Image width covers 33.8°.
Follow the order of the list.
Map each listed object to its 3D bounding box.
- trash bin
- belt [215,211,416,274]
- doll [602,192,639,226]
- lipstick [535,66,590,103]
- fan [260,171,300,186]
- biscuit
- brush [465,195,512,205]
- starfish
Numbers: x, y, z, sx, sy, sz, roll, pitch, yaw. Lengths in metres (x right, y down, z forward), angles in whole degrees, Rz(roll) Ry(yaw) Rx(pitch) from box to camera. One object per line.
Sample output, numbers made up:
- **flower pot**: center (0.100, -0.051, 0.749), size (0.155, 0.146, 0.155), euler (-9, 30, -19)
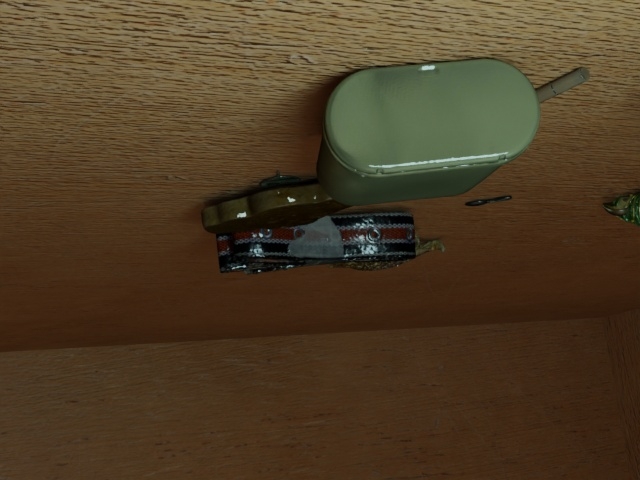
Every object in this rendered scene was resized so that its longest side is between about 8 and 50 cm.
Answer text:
- **trash bin**: center (0.114, -0.118, 1.266), size (0.243, 0.121, 0.247), euler (-6, 171, -6)
- **belt**: center (0.000, 0.000, 1.819), size (0.359, 0.094, 0.126), euler (-3, 167, -19)
- **doll**: center (0.581, -0.049, 1.952), size (0.078, 0.077, 0.113), euler (-8, 173, -41)
- **lipstick**: center (0.286, -0.185, 1.274), size (0.019, 0.019, 0.094), euler (1, 167, -33)
- **fan**: center (-0.067, -0.089, 1.570), size (0.060, 0.003, 0.080), euler (-14, 167, 27)
- **biscuit**: center (-0.029, -0.059, 1.629), size (0.319, 0.047, 0.183), euler (-12, 172, 29)
- **brush**: center (0.297, -0.069, 1.860), size (0.083, 0.008, 0.024), euler (-9, 165, 14)
- **starfish**: center (0.095, 0.030, 2.107), size (0.302, 0.060, 0.299), euler (-16, 168, 40)
